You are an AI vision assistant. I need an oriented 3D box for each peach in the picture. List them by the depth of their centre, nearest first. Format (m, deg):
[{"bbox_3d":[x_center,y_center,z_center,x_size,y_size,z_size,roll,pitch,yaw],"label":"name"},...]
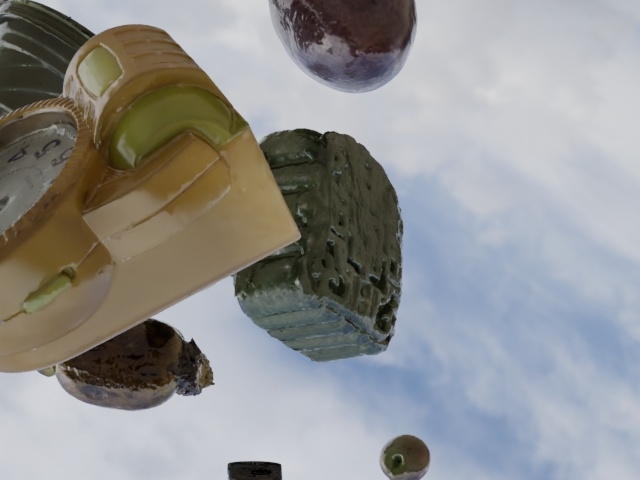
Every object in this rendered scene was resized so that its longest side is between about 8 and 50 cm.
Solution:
[{"bbox_3d":[0.134,0.342,1.945,0.083,0.083,0.083,18,-151,-10],"label":"peach"}]

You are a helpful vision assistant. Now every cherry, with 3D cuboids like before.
[{"bbox_3d":[0.030,-0.291,1.579,0.213,0.183,0.266,53,-167,-35],"label":"cherry"}]

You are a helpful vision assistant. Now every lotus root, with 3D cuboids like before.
[{"bbox_3d":[-0.336,0.203,2.084,0.314,0.141,0.169,2,-147,2],"label":"lotus root"}]

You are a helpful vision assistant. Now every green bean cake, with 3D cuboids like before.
[{"bbox_3d":[0.000,0.000,1.371,0.222,0.125,0.227,37,-131,-47],"label":"green bean cake"}]

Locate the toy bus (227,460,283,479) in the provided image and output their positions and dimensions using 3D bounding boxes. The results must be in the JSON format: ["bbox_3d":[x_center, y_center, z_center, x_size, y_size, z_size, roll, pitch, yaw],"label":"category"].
[{"bbox_3d":[-0.096,0.413,1.811,0.090,0.106,0.184,1,-149,-5],"label":"toy bus"}]

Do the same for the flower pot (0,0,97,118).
[{"bbox_3d":[-0.334,-0.175,1.523,0.235,0.235,0.140,31,-107,14],"label":"flower pot"}]

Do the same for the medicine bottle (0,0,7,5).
[{"bbox_3d":[-0.592,-0.337,2.109,0.108,0.108,0.426,15,-147,-15],"label":"medicine bottle"}]

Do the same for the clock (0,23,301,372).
[{"bbox_3d":[-0.208,-0.023,1.058,0.200,0.317,0.244,57,174,-31],"label":"clock"}]
